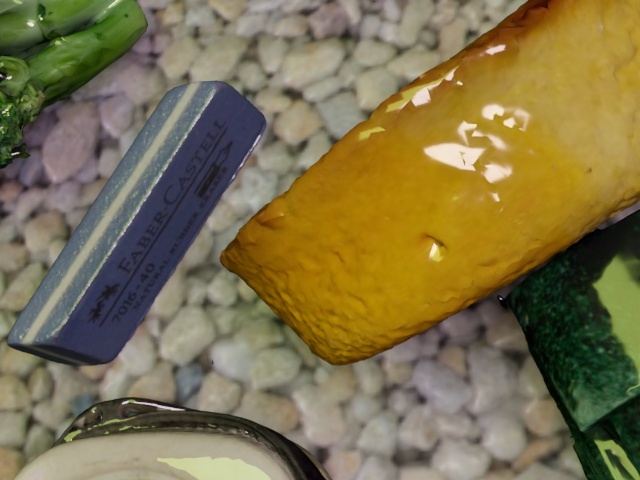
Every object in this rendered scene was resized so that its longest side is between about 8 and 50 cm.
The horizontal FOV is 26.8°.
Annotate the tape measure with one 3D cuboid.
[{"bbox_3d":[-0.057,0.209,0.804,0.271,0.133,0.231,-3,82,18],"label":"tape measure"}]

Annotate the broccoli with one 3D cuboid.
[{"bbox_3d":[-0.259,-0.160,0.930,0.245,0.265,0.294,-21,55,-27],"label":"broccoli"}]

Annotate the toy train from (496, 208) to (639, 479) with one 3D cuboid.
[{"bbox_3d":[0.212,0.125,0.699,0.138,0.178,0.330,-31,66,9],"label":"toy train"}]

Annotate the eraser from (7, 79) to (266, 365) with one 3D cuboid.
[{"bbox_3d":[-0.122,-0.008,0.910,0.036,0.082,0.225,32,87,26],"label":"eraser"}]

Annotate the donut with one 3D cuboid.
[{"bbox_3d":[0.094,-0.036,0.742,0.303,0.303,0.110,-35,86,8],"label":"donut"}]
